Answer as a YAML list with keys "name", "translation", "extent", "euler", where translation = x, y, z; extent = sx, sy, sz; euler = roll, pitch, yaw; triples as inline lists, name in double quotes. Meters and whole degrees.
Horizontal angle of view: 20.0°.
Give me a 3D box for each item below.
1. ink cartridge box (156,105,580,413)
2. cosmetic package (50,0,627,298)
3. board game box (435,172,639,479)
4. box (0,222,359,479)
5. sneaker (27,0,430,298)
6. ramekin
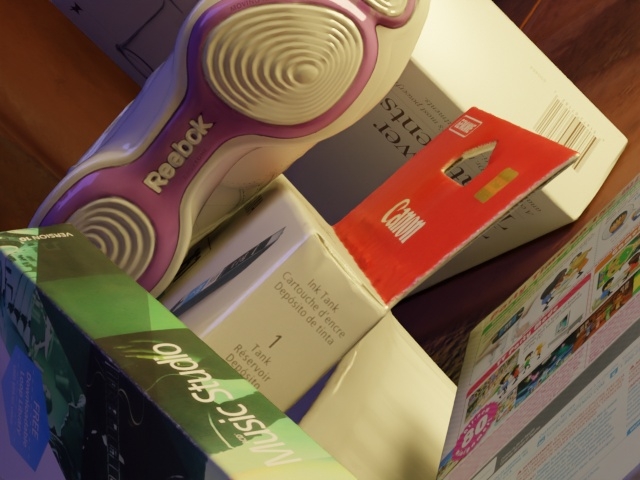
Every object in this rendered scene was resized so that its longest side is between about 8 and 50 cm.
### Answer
- name: "ink cartridge box"
  translation: [0.000, 0.000, 1.044]
  extent: [0.261, 0.066, 0.296]
  euler: [-43, 10, 1]
- name: "cosmetic package"
  translation: [0.003, -0.131, 1.372]
  extent: [0.097, 0.377, 0.284]
  euler: [-52, 12, -29]
- name: "board game box"
  translation: [0.150, 0.073, 0.804]
  extent: [0.224, 0.097, 0.303]
  euler: [-47, 10, 28]
- name: "box"
  translation: [-0.076, 0.158, 0.823]
  extent: [0.058, 0.232, 0.322]
  euler: [-9, 26, -32]
- name: "sneaker"
  translation: [-0.062, -0.083, 1.107]
  extent: [0.305, 0.114, 0.152]
  euler: [-41, 11, 12]
- name: "ramekin"
  translation: [-0.022, 0.164, 1.073]
  extent: [0.277, 0.135, 0.277]
  euler: [-45, 12, 12]
